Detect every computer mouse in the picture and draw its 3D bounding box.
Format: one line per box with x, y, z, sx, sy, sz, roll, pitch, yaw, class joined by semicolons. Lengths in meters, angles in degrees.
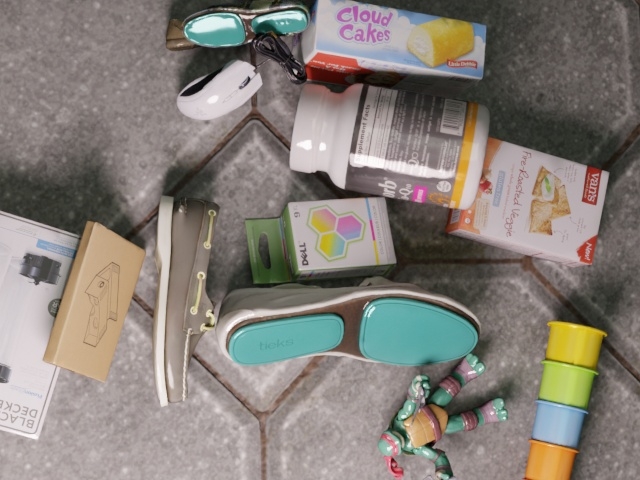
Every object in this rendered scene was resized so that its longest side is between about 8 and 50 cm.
-0.122;-0.226;1.874;0.193;0.042;0.106;-30;134;14;computer mouse

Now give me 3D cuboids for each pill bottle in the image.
0.102;-0.145;1.889;0.279;0.162;0.162;10;81;3;pill bottle

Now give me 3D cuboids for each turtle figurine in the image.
0.165;0.273;1.907;0.234;0.118;0.175;-29;107;-31;turtle figurine

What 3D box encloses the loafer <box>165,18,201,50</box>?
-0.162;-0.319;1.913;0.148;0.056;0.050;-11;93;-16;loafer

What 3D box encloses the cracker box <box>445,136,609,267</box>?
0.327;-0.060;2.011;0.232;0.067;0.155;14;80;-14;cracker box

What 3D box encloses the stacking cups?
0.373;0.287;1.972;0.096;0.096;0.316;13;81;-13;stacking cups

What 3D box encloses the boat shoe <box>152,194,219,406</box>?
-0.193;0.086;1.834;0.091;0.109;0.304;2;80;-10;boat shoe

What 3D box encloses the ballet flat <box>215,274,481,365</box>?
0.038;0.107;1.886;0.400;0.139;0.139;-1;84;-16;ballet flat

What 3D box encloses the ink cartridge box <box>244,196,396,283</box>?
0.000;0.000;1.906;0.209;0.062;0.108;-3;70;-15;ink cartridge box

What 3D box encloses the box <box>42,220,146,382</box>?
-0.313;0.088;1.781;0.021;0.164;0.201;13;79;19;box

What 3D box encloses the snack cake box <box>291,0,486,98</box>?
0.100;-0.286;1.931;0.264;0.152;0.089;7;82;-15;snack cake box

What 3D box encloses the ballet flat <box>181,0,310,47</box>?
-0.108;-0.324;1.867;0.189;0.070;0.070;-3;85;1;ballet flat

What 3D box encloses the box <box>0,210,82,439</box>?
-0.429;0.118;1.777;0.169;0.087;0.289;19;80;-12;box
